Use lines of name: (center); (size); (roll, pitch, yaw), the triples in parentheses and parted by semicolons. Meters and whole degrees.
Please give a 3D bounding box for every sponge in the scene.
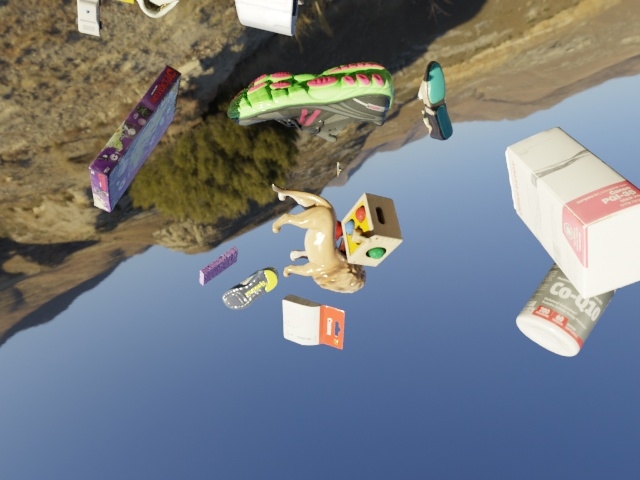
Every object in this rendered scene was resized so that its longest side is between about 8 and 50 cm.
sponge: (-0.485, 0.121, 2.004); (0.210, 0.031, 0.117); (-38, 164, -31)

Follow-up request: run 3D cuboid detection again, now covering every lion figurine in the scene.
lion figurine: (0.000, 0.000, 1.252); (0.240, 0.392, 0.142); (1, -141, 19)

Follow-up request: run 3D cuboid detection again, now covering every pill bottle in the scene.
pill bottle: (0.667, 0.146, 1.115); (0.283, 0.161, 0.161); (-51, -160, -12)

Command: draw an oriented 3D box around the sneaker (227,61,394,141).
sneaker: (-0.035, -0.365, 1.192); (0.482, 0.202, 0.185); (-1, -135, 11)

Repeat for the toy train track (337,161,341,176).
toy train track: (0.066, -0.253, 1.457); (0.014, 0.048, 0.083); (-2, 167, 3)

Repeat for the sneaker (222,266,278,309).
sneaker: (-0.149, 0.103, 0.919); (0.144, 0.053, 0.059); (-28, -167, 15)

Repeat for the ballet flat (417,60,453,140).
ballet flat: (0.447, -0.552, 1.689); (0.107, 0.316, 0.106); (-28, -154, -25)

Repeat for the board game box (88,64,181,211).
board game box: (-0.460, -0.255, 1.059); (0.208, 0.056, 0.347); (-32, -147, 58)

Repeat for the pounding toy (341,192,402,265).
pounding toy: (0.099, -0.016, 0.876); (0.100, 0.141, 0.130); (9, 144, -23)

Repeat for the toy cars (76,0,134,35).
toy cars: (-0.895, -1.027, 1.750); (0.393, 0.176, 0.087); (-38, -144, 8)

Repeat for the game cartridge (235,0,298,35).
game cartridge: (-0.154, -0.758, 1.191); (0.196, 0.294, 0.060); (20, -140, 14)

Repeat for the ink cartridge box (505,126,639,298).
ink cartridge box: (0.494, -0.064, 0.827); (0.117, 0.207, 0.283); (-22, -141, 11)

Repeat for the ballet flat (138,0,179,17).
ballet flat: (-0.264, -0.612, 0.877); (0.400, 0.139, 0.139); (-23, -172, 36)

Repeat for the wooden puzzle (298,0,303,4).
wooden puzzle: (-0.197, -0.887, 1.485); (0.221, 0.044, 0.238); (11, -163, 16)

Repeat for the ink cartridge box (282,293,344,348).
ink cartridge box: (-0.031, 0.318, 1.580); (0.232, 0.189, 0.066); (17, -148, 26)

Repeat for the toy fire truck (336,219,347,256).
toy fire truck: (0.120, 0.041, 1.825); (0.302, 0.169, 0.254); (-66, -166, -9)
